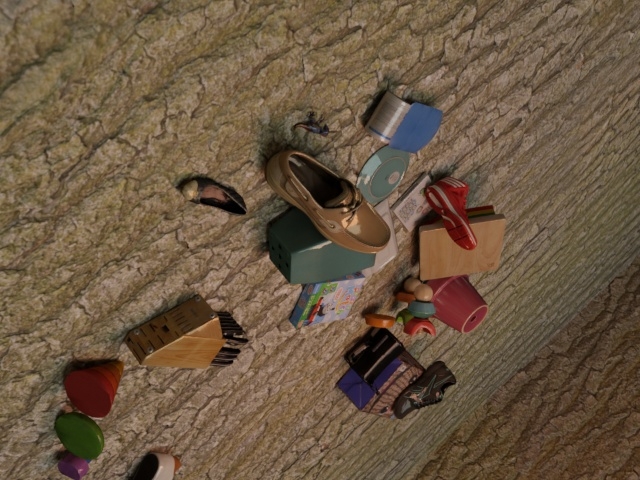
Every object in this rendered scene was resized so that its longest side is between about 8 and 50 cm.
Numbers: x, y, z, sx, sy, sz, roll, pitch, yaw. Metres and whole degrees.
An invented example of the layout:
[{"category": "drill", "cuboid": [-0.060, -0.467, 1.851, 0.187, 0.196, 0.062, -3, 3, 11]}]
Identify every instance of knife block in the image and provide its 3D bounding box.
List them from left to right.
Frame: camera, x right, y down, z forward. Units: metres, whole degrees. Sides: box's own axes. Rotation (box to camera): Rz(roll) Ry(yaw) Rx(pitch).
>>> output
[{"category": "knife block", "cuboid": [-0.312, 0.260, 1.584, 0.275, 0.088, 0.242, -29, 141, -26]}]

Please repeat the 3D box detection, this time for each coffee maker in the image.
[{"category": "coffee maker", "cuboid": [0.200, 0.396, 2.199, 0.178, 0.171, 0.120, -45, 170, 1]}]

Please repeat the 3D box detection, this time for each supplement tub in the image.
[{"category": "supplement tub", "cuboid": [0.158, -0.291, 1.547, 0.071, 0.071, 0.107, 10, 118, -51]}]

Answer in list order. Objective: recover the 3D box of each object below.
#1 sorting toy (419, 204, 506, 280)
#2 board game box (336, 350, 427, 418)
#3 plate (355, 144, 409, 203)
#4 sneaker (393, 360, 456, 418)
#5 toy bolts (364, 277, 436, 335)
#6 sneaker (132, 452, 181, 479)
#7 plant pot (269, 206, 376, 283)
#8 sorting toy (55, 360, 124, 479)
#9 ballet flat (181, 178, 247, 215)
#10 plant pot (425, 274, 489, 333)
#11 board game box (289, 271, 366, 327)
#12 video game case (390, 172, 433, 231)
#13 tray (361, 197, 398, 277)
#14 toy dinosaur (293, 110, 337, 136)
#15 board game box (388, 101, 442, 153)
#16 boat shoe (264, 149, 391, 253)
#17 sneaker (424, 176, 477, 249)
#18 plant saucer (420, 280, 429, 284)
[{"category": "sorting toy", "cuboid": [0.430, 0.000, 2.041, 0.255, 0.089, 0.257, -9, 142, 2]}, {"category": "board game box", "cuboid": [0.234, 0.505, 2.373, 0.232, 0.141, 0.291, -50, 146, 5]}, {"category": "plate", "cuboid": [0.172, -0.170, 1.725, 0.188, 0.024, 0.188, -28, 141, -26]}, {"category": "sneaker", "cuboid": [0.375, 0.556, 2.357, 0.267, 0.106, 0.101, -46, 147, 0]}, {"category": "toy bolts", "cuboid": [0.269, 0.203, 2.086, 0.218, 0.228, 0.159, 4, 94, -21]}, {"category": "sneaker", "cuboid": [-0.494, 0.731, 1.849, 0.290, 0.106, 0.123, -53, 143, 7]}, {"category": "plant pot", "cuboid": [0.000, 0.000, 1.596, 0.234, 0.166, 0.165, -23, 140, -26]}, {"category": "sorting toy", "cuboid": [-0.525, 0.407, 1.524, 0.126, 0.127, 0.366, -49, 165, -57]}, {"category": "ballet flat", "cuboid": [-0.217, -0.090, 1.364, 0.173, 0.049, 0.057, 13, 114, -52]}, {"category": "plant pot", "cuboid": [0.464, 0.214, 2.225, 0.201, 0.180, 0.201, -29, 143, -25]}, {"category": "board game box", "cuboid": [0.023, 0.169, 1.897, 0.211, 0.039, 0.160, -5, 128, -46]}, {"category": "video game case", "cuboid": [0.283, -0.108, 1.912, 0.143, 0.019, 0.157, -47, 146, 0]}, {"category": "tray", "cuboid": [0.165, 0.005, 1.891, 0.145, 0.030, 0.270, -37, 145, -12]}, {"category": "toy dinosaur", "cuboid": [-0.010, -0.253, 1.452, 0.090, 0.047, 0.082, -12, 155, 8]}, {"category": "board game box", "cuboid": [0.233, -0.292, 1.663, 0.168, 0.033, 0.133, 4, 127, -43]}, {"category": "boat shoe", "cuboid": [0.033, -0.079, 1.438, 0.341, 0.110, 0.122, 33, 72, -21]}, {"category": "sneaker", "cuboid": [0.410, -0.090, 1.883, 0.128, 0.221, 0.087, -36, -174, -27]}, {"category": "plant saucer", "cuboid": [0.401, 0.123, 2.257, 0.195, 0.037, 0.195, -28, 141, -25]}]
